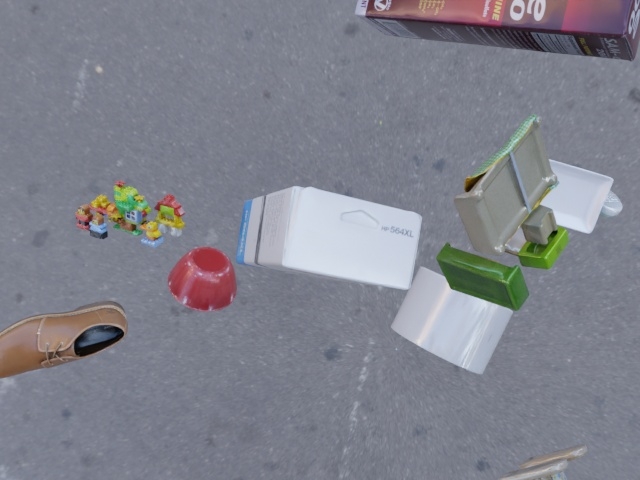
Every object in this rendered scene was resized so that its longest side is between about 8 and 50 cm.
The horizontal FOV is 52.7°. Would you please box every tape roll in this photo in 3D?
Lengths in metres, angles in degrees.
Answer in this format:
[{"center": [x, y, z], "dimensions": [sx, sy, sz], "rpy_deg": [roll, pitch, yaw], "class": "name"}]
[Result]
[{"center": [0.313, 0.188, 1.549], "dimensions": [0.246, 0.246, 0.169], "rpy_deg": [26, 90, 10], "class": "tape roll"}]

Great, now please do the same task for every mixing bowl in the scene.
[{"center": [-0.291, 0.081, 1.648], "dimensions": [0.181, 0.098, 0.181], "rpy_deg": [14, 40, -12], "class": "mixing bowl"}]

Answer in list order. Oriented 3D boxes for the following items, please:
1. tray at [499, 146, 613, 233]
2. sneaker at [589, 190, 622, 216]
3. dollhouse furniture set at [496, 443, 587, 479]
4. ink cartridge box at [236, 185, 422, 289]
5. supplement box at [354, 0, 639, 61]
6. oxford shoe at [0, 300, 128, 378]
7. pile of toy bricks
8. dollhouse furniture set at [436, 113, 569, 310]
[{"center": [0.538, -0.121, 1.546], "dimensions": [0.270, 0.030, 0.145], "rpy_deg": [17, 108, 5], "class": "tray"}, {"center": [0.642, -0.080, 1.654], "dimensions": [0.094, 0.151, 0.256], "rpy_deg": [-15, 33, -31], "class": "sneaker"}, {"center": [0.509, 0.597, 1.202], "dimensions": [0.256, 0.394, 0.362], "rpy_deg": [-30, 70, 34], "class": "dollhouse furniture set"}, {"center": [0.000, 0.000, 0.741], "dimensions": [0.148, 0.203, 0.086], "rpy_deg": [11, 86, -19], "class": "ink cartridge box"}, {"center": [0.159, -0.240, 0.561], "dimensions": [0.239, 0.073, 0.130], "rpy_deg": [16, 97, 30], "class": "supplement box"}, {"center": [-0.377, 0.146, 0.910], "dimensions": [0.212, 0.076, 0.076], "rpy_deg": [-20, 117, -18], "class": "oxford shoe"}, {"center": [-0.382, -0.066, 1.272], "dimensions": [0.212, 0.118, 0.105], "rpy_deg": [15, 118, 18], "class": "pile of toy bricks"}, {"center": [0.295, -0.055, 1.120], "dimensions": [0.151, 0.302, 0.197], "rpy_deg": [22, 63, 45], "class": "dollhouse furniture set"}]
